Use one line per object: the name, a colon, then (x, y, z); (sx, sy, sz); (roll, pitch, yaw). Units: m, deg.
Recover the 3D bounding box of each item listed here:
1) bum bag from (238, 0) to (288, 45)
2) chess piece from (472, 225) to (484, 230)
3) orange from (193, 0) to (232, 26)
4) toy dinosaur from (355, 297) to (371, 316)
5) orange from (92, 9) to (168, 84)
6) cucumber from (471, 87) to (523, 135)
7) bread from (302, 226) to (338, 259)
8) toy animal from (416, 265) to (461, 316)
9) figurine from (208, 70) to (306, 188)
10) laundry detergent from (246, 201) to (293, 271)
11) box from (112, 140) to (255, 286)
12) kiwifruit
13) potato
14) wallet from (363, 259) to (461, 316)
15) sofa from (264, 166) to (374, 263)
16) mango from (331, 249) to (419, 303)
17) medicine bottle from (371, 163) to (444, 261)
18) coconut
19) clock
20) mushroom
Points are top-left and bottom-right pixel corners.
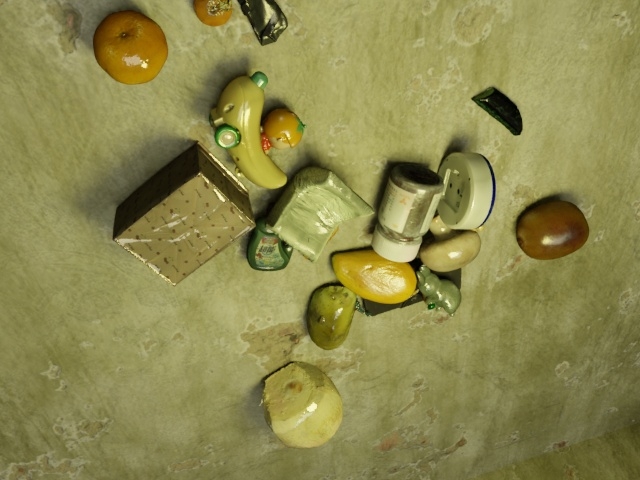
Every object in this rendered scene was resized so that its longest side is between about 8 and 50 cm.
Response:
bum bag: (-0.144, -0.545, 1.200); (0.087, 0.049, 0.197); (-26, 129, 7)
chess piece: (0.468, -0.081, 1.663); (0.060, 0.172, 0.060); (-10, 126, -14)
orange: (-0.242, -0.522, 1.176); (0.086, 0.062, 0.086); (-8, 129, -10)
toy dinosaur: (0.115, 0.226, 1.834); (0.154, 0.049, 0.055); (34, 118, -15)
orange: (-0.414, -0.418, 1.146); (0.159, 0.158, 0.136); (-15, 172, -7)
cucumber: (0.546, -0.386, 1.552); (0.220, 0.046, 0.070); (26, 105, -32)
bread: (0.000, 0.000, 1.646); (0.052, 0.044, 0.157); (21, 117, -36)
toy animal: (0.389, 0.158, 1.805); (0.236, 0.108, 0.138); (47, 72, -21)
figurine: (-0.151, -0.274, 1.355); (0.222, 0.124, 0.324); (-27, 132, -2)
laundry detergent: (-0.142, -0.014, 1.572); (0.144, 0.078, 0.221); (2, 122, -22)
box: (-0.356, -0.068, 1.388); (0.297, 0.190, 0.225); (-37, 126, 9)
kiwifruit: (0.791, -0.031, 1.799); (0.234, 0.196, 0.196); (-25, 129, 0)
potato: (0.030, 0.285, 1.793); (0.160, 0.111, 0.271); (12, 127, -1)
wallet: (0.320, 0.156, 1.865); (0.378, 0.051, 0.197); (-15, 127, -5)
sofa: (-0.007, -0.067, 1.475); (0.210, 0.176, 0.225); (40, 80, -34)
mango: (0.183, 0.115, 1.727); (0.317, 0.119, 0.176); (15, 105, -8)
medicine bottle: (0.260, -0.083, 1.599); (0.165, 0.165, 0.273); (2, 125, -20)
coconut: (-0.060, 0.620, 1.928); (0.297, 0.297, 0.254); (-28, 127, 2)
clock: (0.426, -0.148, 1.562); (0.083, 0.230, 0.230); (0, 125, -18)
mushroom: (0.414, -0.002, 1.713); (0.204, 0.204, 0.204); (-9, 127, -12)
